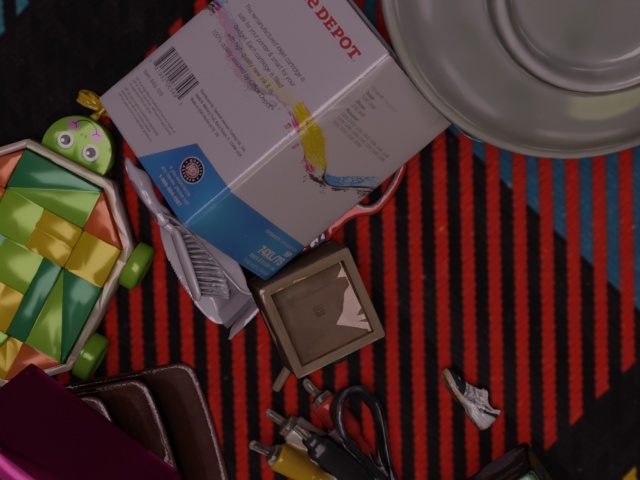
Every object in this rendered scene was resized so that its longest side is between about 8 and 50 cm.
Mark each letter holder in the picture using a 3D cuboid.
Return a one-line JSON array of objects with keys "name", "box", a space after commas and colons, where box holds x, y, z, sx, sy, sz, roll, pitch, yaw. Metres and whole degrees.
[{"name": "letter holder", "box": [-0.212, 0.307, 1.856, 0.214, 0.152, 0.302, -11, 94, 4]}]

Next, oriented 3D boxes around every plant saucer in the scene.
[{"name": "plant saucer", "box": [0.257, -0.253, 1.567, 0.400, 0.100, 0.400, -2, 113, -5]}]

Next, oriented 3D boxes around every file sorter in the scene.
[{"name": "file sorter", "box": [-0.288, 0.277, 1.640, 0.202, 0.291, 0.182, 37, 97, -1]}]

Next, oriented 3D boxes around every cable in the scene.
[{"name": "cable", "box": [0.061, 0.273, 1.890, 0.287, 0.072, 0.139, 44, 80, -12]}]

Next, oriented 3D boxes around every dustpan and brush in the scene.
[{"name": "dustpan and brush", "box": [-0.154, -0.004, 1.838, 0.060, 0.147, 0.211, -20, 80, -21]}]

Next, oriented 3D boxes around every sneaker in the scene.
[{"name": "sneaker", "box": [0.170, 0.173, 1.872, 0.037, 0.032, 0.083, -38, 96, -7]}]

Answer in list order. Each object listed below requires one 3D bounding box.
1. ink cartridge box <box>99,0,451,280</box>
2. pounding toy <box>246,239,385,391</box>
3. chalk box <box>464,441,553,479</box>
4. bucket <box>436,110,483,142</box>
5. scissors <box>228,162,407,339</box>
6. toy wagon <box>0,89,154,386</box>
[{"name": "ink cartridge box", "box": [-0.044, -0.136, 1.746, 0.270, 0.197, 0.198, -40, 61, 7]}, {"name": "pounding toy", "box": [-0.012, 0.091, 1.849, 0.130, 0.100, 0.141, -25, 103, -9]}, {"name": "chalk box", "box": [0.208, 0.323, 1.786, 0.132, 0.213, 0.132, -34, 91, 7]}, {"name": "bucket", "box": [0.211, -0.250, 1.717, 0.281, 0.183, 0.281, -2, 114, -5]}, {"name": "scissors", "box": [0.000, 0.000, 1.873, 0.109, 0.021, 0.297, 25, 95, 1]}, {"name": "toy wagon", "box": [-0.325, -0.011, 1.879, 0.267, 0.068, 0.344, 28, 97, 2]}]
